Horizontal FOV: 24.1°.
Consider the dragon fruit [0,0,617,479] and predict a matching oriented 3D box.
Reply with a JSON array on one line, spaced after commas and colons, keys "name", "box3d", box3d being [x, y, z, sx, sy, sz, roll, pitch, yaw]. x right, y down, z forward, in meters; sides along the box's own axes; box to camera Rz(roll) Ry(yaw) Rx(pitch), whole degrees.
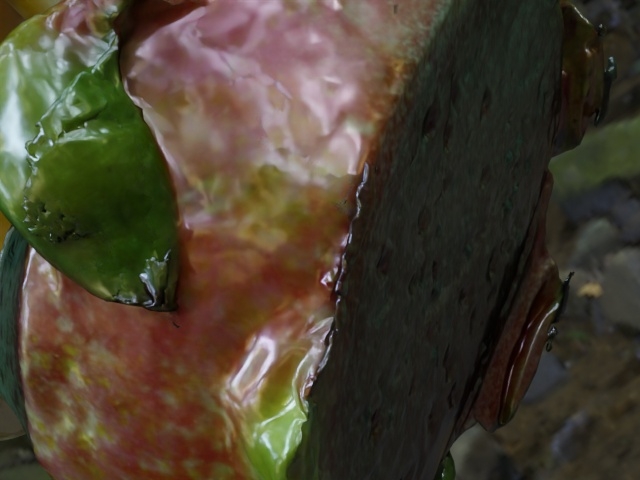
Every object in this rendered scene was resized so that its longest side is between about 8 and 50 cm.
[{"name": "dragon fruit", "box3d": [0.000, 0.000, 0.487, 0.130, 0.268, 0.295, 14, 69, 19]}]

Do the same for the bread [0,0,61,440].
[{"name": "bread", "box3d": [-0.194, -0.106, 0.730, 0.245, 0.424, 0.329, -23, 33, 21]}]
